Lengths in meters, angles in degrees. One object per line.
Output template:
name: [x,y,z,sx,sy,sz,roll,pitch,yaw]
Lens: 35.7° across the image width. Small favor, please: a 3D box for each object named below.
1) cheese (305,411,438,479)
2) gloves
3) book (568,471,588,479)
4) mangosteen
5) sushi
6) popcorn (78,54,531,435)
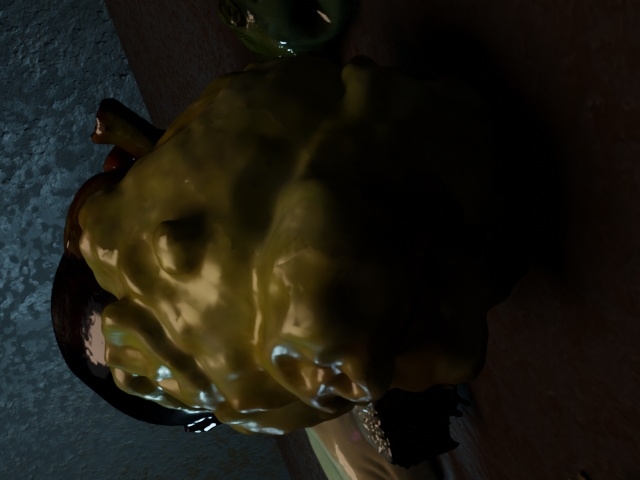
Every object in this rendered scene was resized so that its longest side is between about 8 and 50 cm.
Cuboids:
cheese: [0.070,0.315,1.440,0.233,0.127,0.266,66,169,-6]
gloves: [-0.034,-0.217,0.887,0.135,0.107,0.268,27,152,17]
book: [0.285,0.324,0.812,0.242,0.018,0.170,50,161,49]
mangosteen: [-0.166,0.026,1.302,0.382,0.382,0.435,145,112,-78]
sushi: [0.088,0.151,1.063,0.213,0.115,0.147,75,167,-46]
popcorn: [-0.017,0.011,0.743,0.312,0.312,0.312,59,167,23]
